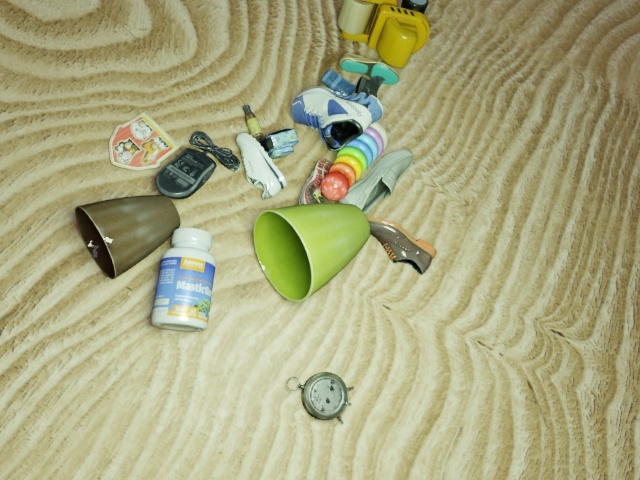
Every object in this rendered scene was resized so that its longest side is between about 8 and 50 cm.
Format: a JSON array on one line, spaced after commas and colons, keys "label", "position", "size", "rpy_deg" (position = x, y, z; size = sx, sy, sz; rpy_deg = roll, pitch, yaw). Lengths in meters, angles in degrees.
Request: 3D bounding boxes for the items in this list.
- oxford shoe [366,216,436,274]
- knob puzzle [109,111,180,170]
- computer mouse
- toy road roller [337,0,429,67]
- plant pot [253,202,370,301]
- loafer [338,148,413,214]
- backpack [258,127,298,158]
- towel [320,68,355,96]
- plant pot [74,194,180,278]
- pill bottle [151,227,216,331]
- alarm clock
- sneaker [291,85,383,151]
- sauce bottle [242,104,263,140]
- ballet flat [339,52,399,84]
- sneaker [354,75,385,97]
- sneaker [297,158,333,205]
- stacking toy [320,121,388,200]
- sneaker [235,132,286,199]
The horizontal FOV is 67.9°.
[{"label": "oxford shoe", "position": [0.240, 0.013, 1.532], "size": [0.271, 0.097, 0.098], "rpy_deg": [28, 75, 0]}, {"label": "knob puzzle", "position": [-0.576, -0.301, 1.498], "size": [0.213, 0.030, 0.213], "rpy_deg": [4, 70, -11]}, {"label": "computer mouse", "position": [-0.399, -0.212, 1.489], "size": [0.188, 0.072, 0.272], "rpy_deg": [37, 55, 4]}, {"label": "toy road roller", "position": [0.234, -0.774, 1.729], "size": [0.330, 0.202, 0.240], "rpy_deg": [8, 60, -10]}, {"label": "plant pot", "position": [0.000, 0.000, 1.414], "size": [0.293, 0.275, 0.274], "rpy_deg": [-23, 77, -35]}, {"label": "loafer", "position": [0.203, -0.184, 1.572], "size": [0.319, 0.112, 0.111], "rpy_deg": [-42, 52, -14]}, {"label": "backpack", "position": [-0.130, -0.317, 1.564], "size": [0.114, 0.105, 0.084], "rpy_deg": [-24, 100, -19]}, {"label": "towel", "position": [0.065, -0.570, 1.732], "size": [0.119, 0.029, 0.067], "rpy_deg": [36, 68, 2]}, {"label": "plant pot", "position": [-0.524, -0.038, 1.340], "size": [0.230, 0.215, 0.215], "rpy_deg": [-30, 79, -35]}, {"label": "pill bottle", "position": [-0.375, 0.109, 1.330], "size": [0.152, 0.152, 0.272], "rpy_deg": [7, 70, -10]}, {"label": "alarm clock", "position": [-0.005, 0.433, 1.348], "size": [0.192, 0.064, 0.129], "rpy_deg": [20, 68, -1]}, {"label": "sneaker", "position": [0.023, -0.386, 1.519], "size": [0.315, 0.127, 0.182], "rpy_deg": [12, 53, 30]}, {"label": "sauce bottle", "position": [-0.229, -0.398, 1.600], "size": [0.042, 0.042, 0.128], "rpy_deg": [-16, 77, -17]}, {"label": "ballet flat", "position": [0.186, -0.646, 1.762], "size": [0.232, 0.080, 0.073], "rpy_deg": [15, 53, -8]}, {"label": "sneaker", "position": [0.168, -0.528, 1.724], "size": [0.089, 0.051, 0.170], "rpy_deg": [22, 79, -19]}, {"label": "sneaker", "position": [-0.015, -0.184, 1.549], "size": [0.088, 0.093, 0.225], "rpy_deg": [43, 49, -15]}, {"label": "stacking toy", "position": [0.101, -0.250, 1.529], "size": [0.141, 0.141, 0.330], "rpy_deg": [31, 53, 0]}, {"label": "sneaker", "position": [-0.210, -0.243, 1.531], "size": [0.095, 0.090, 0.235], "rpy_deg": [-36, 80, -11]}]
